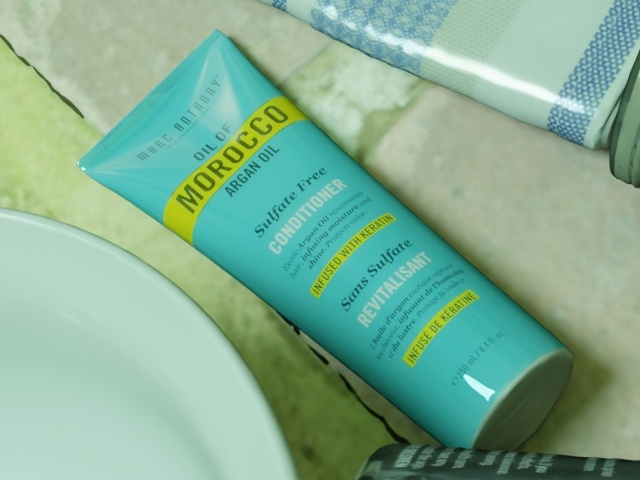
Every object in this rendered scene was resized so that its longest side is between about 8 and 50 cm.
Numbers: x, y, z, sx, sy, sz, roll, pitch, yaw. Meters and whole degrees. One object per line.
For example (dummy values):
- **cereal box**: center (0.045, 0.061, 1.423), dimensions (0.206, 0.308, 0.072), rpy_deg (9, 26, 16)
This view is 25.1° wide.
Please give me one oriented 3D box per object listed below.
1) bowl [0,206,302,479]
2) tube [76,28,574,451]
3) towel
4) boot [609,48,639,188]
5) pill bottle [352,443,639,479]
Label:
- **bowl**: center (-0.130, 0.145, 0.424), dimensions (0.298, 0.134, 0.298), rpy_deg (-7, 54, 10)
- **tube**: center (0.000, 0.000, 0.534), dimensions (0.080, 0.052, 0.207), rpy_deg (-43, 60, -14)
- **towel**: center (0.044, -0.175, 0.587), dimensions (0.285, 0.034, 0.209), rpy_deg (27, 83, 23)
- **boot**: center (0.227, -0.076, 0.476), dimensions (0.178, 0.085, 0.236), rpy_deg (37, 84, 20)
- **pill bottle**: center (0.129, 0.129, 0.406), dimensions (0.245, 0.130, 0.130), rpy_deg (2, 72, 16)
